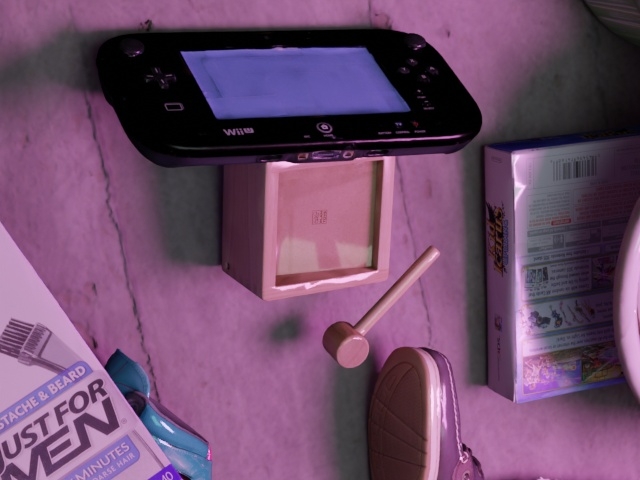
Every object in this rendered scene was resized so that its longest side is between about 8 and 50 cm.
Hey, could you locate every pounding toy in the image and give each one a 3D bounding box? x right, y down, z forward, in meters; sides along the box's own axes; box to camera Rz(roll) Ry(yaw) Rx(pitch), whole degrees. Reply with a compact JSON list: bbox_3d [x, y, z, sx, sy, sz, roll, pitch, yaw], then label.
[{"bbox_3d":[0.008,0.004,1.454,0.181,0.094,0.206,-9,113,-28],"label":"pounding toy"}]

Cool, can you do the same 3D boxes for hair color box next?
[{"bbox_3d":[-0.264,0.126,1.254,0.185,0.110,0.339,-35,79,-15],"label":"hair color box"}]

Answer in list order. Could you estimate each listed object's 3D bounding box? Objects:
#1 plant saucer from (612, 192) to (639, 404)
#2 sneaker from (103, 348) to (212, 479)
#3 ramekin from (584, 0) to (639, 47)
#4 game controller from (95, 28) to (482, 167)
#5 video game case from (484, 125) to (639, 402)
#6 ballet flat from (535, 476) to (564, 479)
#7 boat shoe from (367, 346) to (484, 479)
[{"bbox_3d":[0.426,0.008,1.552,0.400,0.100,0.400,-10,113,-23],"label":"plant saucer"},{"bbox_3d":[-0.213,0.171,1.361,0.295,0.124,0.178,19,91,-26],"label":"sneaker"},{"bbox_3d":[0.373,-0.306,1.524,0.303,0.148,0.303,-5,102,-23],"label":"ramekin"},{"bbox_3d":[-0.024,-0.123,1.373,0.319,0.166,0.067,-5,122,-24],"label":"game controller"},{"bbox_3d":[0.288,0.015,1.595,0.269,0.061,0.244,-8,103,-23],"label":"video game case"},{"bbox_3d":[0.345,0.323,1.642,0.409,0.147,0.147,5,98,-26],"label":"ballet flat"},{"bbox_3d":[0.107,0.229,1.536,0.092,0.103,0.285,-10,108,-28],"label":"boat shoe"}]
